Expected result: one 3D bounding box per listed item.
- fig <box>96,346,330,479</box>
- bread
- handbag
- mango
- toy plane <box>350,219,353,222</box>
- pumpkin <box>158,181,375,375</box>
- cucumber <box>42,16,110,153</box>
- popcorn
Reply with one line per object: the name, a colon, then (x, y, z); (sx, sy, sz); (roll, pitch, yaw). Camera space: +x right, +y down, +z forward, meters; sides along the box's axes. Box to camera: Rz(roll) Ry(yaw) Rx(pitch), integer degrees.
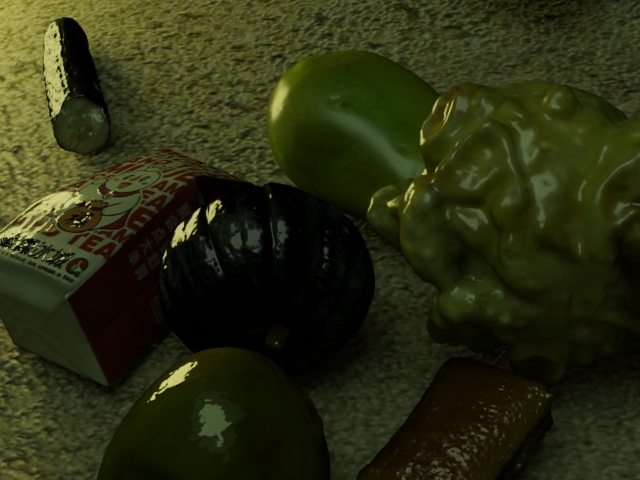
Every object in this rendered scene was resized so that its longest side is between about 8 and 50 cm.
fig: (-0.100, 0.218, 1.299); (0.230, 0.207, 0.207); (-45, 51, -3)
bread: (0.127, 0.201, 1.315); (0.132, 0.103, 0.172); (19, 56, 33)
handbag: (-0.220, -0.002, 1.561); (0.171, 0.151, 0.298); (18, 52, 35)
mango: (0.063, -0.113, 1.583); (0.273, 0.149, 0.185); (30, 56, 26)
toy plane: (-0.001, -0.002, 1.577); (0.080, 0.033, 0.083); (-17, 47, 15)
pumpkin: (-0.054, 0.041, 1.431); (0.221, 0.220, 0.161); (-15, 50, 2)
cucumber: (-0.325, -0.211, 1.826); (0.074, 0.074, 0.241); (-19, 46, -2)
popcorn: (0.208, -0.011, 1.354); (0.312, 0.312, 0.312); (-8, 48, 9)
